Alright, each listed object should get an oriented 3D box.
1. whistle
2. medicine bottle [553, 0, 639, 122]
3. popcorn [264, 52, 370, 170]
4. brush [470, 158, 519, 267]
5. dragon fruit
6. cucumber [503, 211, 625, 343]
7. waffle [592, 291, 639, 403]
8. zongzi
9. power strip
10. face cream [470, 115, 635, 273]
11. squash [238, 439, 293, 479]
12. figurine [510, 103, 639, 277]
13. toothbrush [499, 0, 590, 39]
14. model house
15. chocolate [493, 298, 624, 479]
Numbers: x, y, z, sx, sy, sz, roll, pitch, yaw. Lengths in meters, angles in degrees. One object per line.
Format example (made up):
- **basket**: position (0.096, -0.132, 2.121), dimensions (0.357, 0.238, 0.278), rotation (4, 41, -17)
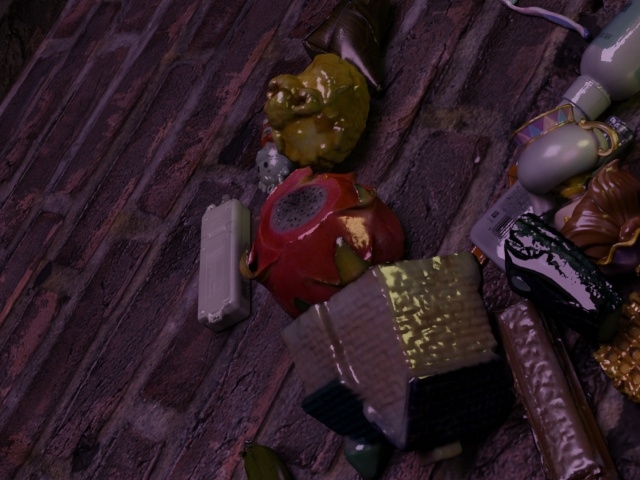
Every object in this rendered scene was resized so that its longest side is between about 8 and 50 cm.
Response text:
- **whistle**: position (-0.074, -0.201, 2.127), dimensions (0.102, 0.106, 0.253), rotation (2, 59, 25)
- **medicine bottle**: position (0.483, -0.291, 1.654), dimensions (0.352, 0.110, 0.110), rotation (-48, 38, 2)
- **popcorn**: position (-0.012, -0.256, 2.023), dimensions (0.203, 0.226, 0.200), rotation (18, 26, 13)
- **brush**: position (0.300, -0.038, 1.700), dimensions (0.090, 0.017, 0.314), rotation (23, 77, 53)
- **dragon fruit**: position (0.000, 0.000, 1.815), dimensions (0.290, 0.189, 0.290), rotation (-25, 45, 28)
- **cucumber**: position (0.324, 0.063, 1.428), dimensions (0.086, 0.115, 0.193), rotation (-23, 48, -36)
- **waffle**: position (0.455, 0.138, 1.385), dimensions (0.191, 0.038, 0.191), rotation (-25, 45, 28)
- **zongzi**: position (0.106, -0.426, 2.137), dimensions (0.221, 0.112, 0.242), rotation (-52, 46, -4)
- **power strip**: position (-0.191, 0.038, 2.075), dimensions (0.098, 0.058, 0.338), rotation (-28, 43, 26)
- **face cream**: position (0.367, -0.072, 1.612), dimensions (0.291, 0.071, 0.144), rotation (-48, 48, 3)
- **squash**: position (-0.069, 0.422, 1.632), dimensions (0.071, 0.080, 0.318), rotation (-10, 42, -11)
- **figurine**: position (0.378, -0.060, 1.482), dimensions (0.263, 0.142, 0.189), rotation (63, 146, 11)
- **toothbrush**: position (0.407, -0.413, 1.899), dimensions (0.027, 0.021, 0.269), rotation (-52, 39, 5)
- **model house**: position (0.117, 0.200, 1.536), dimensions (0.298, 0.243, 0.284), rotation (-42, 58, 52)
- **chocolate**: position (0.318, 0.208, 1.420), dimensions (0.102, 0.065, 0.329), rotation (-16, 47, 4)
